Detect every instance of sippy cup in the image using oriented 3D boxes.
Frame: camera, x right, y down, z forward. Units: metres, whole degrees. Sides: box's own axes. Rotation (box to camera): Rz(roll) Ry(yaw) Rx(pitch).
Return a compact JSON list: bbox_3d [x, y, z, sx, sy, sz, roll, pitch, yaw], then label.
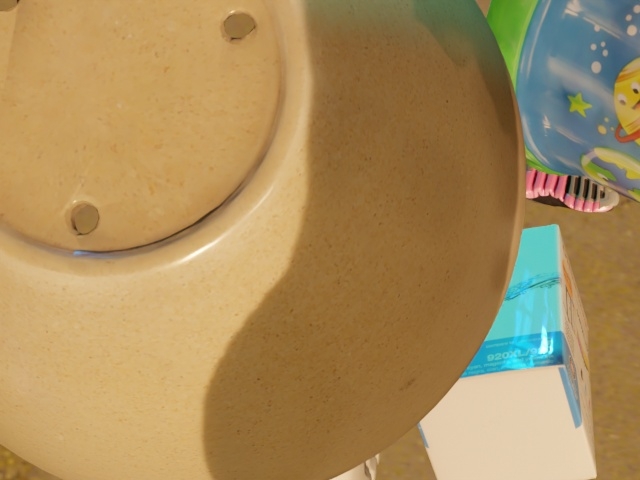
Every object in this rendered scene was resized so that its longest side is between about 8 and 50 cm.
[{"bbox_3d":[0.253,-0.101,0.853,0.224,0.305,0.240,40,117,39],"label":"sippy cup"}]

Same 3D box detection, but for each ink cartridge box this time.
[{"bbox_3d":[0.196,0.126,1.520,0.168,0.171,0.233,-11,36,16],"label":"ink cartridge box"}]

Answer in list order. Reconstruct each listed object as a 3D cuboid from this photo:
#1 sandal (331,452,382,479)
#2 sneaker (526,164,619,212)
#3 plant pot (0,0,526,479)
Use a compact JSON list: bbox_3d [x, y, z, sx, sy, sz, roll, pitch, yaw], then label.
[{"bbox_3d":[0.002,0.009,0.932,0.102,0.169,0.416,2,57,10],"label":"sandal"},{"bbox_3d":[0.237,-0.049,1.365,0.119,0.057,0.047,16,80,33],"label":"sneaker"},{"bbox_3d":[-0.061,-0.038,0.536,0.284,0.191,0.284,-1,82,6],"label":"plant pot"}]
